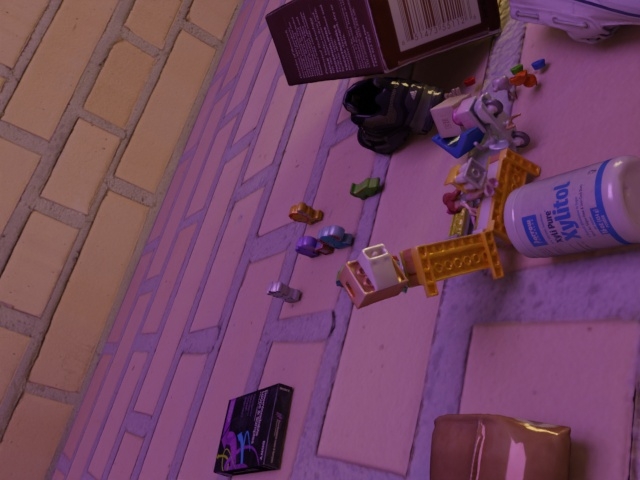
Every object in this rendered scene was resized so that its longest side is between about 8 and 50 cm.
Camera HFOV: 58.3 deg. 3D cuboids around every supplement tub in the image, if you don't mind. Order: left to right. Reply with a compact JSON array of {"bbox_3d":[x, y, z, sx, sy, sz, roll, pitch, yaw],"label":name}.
[{"bbox_3d":[0.219,-0.025,0.482,0.107,0.071,0.071,-19,50,56],"label":"supplement tub"}]

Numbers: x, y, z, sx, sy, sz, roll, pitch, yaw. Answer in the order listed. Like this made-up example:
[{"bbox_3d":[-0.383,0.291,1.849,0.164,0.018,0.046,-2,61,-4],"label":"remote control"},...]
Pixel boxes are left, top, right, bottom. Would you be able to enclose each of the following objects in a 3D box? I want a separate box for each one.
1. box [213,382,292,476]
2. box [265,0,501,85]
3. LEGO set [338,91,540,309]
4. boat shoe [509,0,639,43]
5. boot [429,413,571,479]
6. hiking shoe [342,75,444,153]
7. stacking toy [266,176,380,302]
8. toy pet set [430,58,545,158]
[{"bbox_3d":[-0.103,0.284,0.856,0.162,0.029,0.116,-32,40,47],"label":"box"},{"bbox_3d":[0.071,-0.335,0.879,0.191,0.143,0.381,-24,21,-15],"label":"box"},{"bbox_3d":[0.121,-0.013,0.585,0.287,0.132,0.107,-51,12,-26],"label":"LEGO set"},{"bbox_3d":[0.277,-0.238,0.573,0.083,0.075,0.226,-22,39,-12],"label":"boat shoe"},{"bbox_3d":[0.136,0.250,0.366,0.236,0.089,0.269,-23,45,54],"label":"boot"},{"bbox_3d":[0.084,-0.190,0.819,0.086,0.114,0.227,-68,13,-9],"label":"hiking shoe"},{"bbox_3d":[0.000,0.000,0.898,0.221,0.052,0.166,-22,48,54],"label":"stacking toy"},{"bbox_3d":[0.196,-0.153,0.686,0.114,0.065,0.122,-35,19,-23],"label":"toy pet set"}]
